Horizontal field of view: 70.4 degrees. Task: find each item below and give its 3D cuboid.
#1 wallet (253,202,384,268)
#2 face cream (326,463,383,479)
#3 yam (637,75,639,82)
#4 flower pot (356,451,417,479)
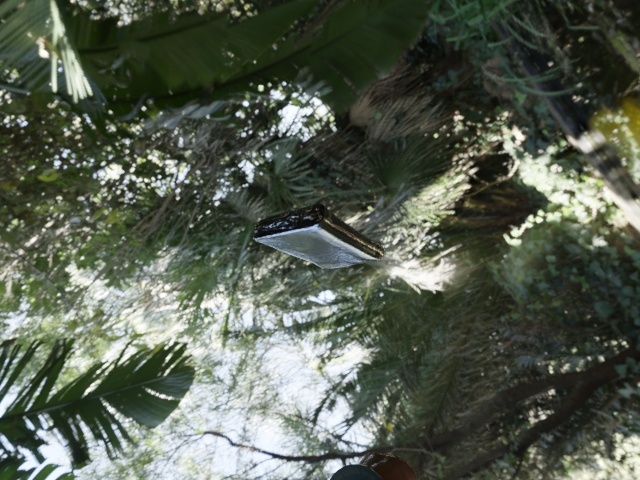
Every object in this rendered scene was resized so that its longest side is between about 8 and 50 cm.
[{"bbox_3d":[0.000,0.000,0.796,0.250,0.148,0.044,26,-123,-53],"label":"wallet"},{"bbox_3d":[0.011,0.351,0.562,0.077,0.250,0.077,9,-133,-10],"label":"face cream"},{"bbox_3d":[0.418,-0.093,0.414,0.061,0.061,0.274,24,-150,-50],"label":"yam"},{"bbox_3d":[0.116,0.586,0.983,0.173,0.190,0.191,4,-125,-63],"label":"flower pot"}]
